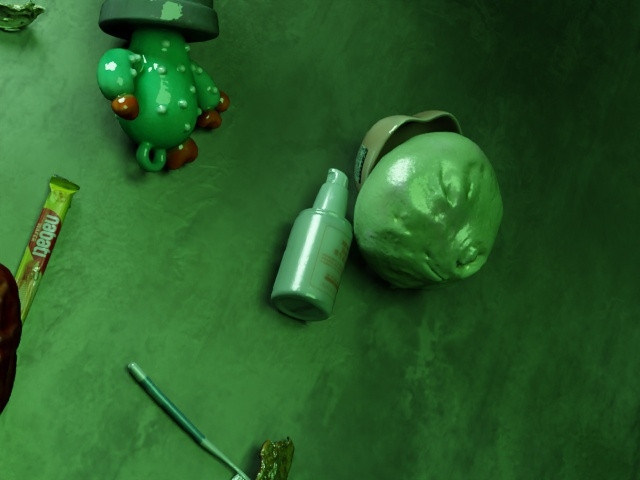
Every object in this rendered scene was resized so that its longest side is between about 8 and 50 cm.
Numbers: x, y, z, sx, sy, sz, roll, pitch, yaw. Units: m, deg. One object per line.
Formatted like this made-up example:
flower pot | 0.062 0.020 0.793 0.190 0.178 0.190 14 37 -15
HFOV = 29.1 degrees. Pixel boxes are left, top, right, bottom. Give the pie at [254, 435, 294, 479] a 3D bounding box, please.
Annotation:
pie | -0.076 0.368 1.862 0.092 0.034 0.170 53 44 -49

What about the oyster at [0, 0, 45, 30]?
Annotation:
oyster | -0.466 -0.352 1.848 0.083 0.080 0.038 43 26 -51

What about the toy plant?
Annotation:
toy plant | -0.250 -0.304 1.887 0.185 0.279 0.400 4 91 8

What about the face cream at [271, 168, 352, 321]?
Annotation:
face cream | 0.000 0.000 1.994 0.101 0.101 0.252 28 63 -21

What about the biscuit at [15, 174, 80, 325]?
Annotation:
biscuit | -0.415 0.038 1.780 0.048 0.026 0.292 17 65 -4

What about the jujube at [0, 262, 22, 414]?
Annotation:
jujube | -0.484 0.135 1.629 0.174 0.174 0.251 5 81 -30

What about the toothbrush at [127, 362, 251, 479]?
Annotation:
toothbrush | -0.192 0.285 1.838 0.276 0.019 0.025 47 65 -10

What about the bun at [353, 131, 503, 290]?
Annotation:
bun | 0.199 -0.034 2.021 0.283 0.179 0.283 -17 121 -30

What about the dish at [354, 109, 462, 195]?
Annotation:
dish | 0.137 -0.139 2.102 0.213 0.090 0.213 -20 128 -28
